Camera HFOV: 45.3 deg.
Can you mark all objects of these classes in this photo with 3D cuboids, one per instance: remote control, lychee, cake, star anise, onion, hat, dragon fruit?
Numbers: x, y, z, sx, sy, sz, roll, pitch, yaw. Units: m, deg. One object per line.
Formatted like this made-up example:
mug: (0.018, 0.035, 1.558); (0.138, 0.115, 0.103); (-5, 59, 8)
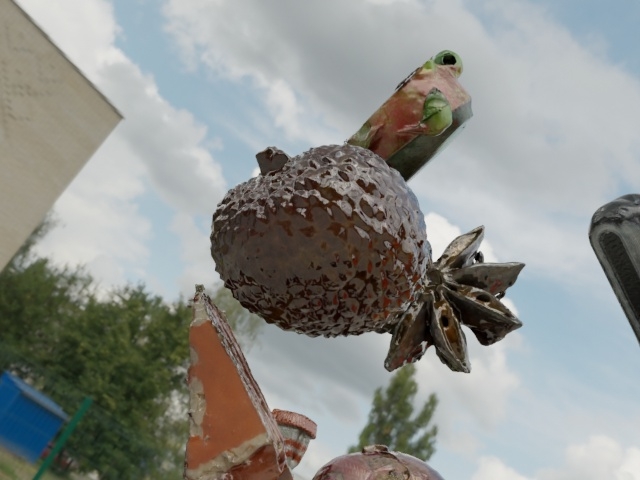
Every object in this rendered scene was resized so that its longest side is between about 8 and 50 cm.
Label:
remote control: (0.368, 0.080, 0.842); (0.090, 0.066, 0.265); (-24, -94, 64)
lychee: (0.000, 0.000, 0.927); (0.261, 0.260, 0.260); (27, -22, 12)
cake: (-0.130, 0.196, 0.969); (0.135, 0.287, 0.098); (-24, -19, 17)
star anise: (0.200, 0.101, 1.335); (0.332, 0.331, 0.117); (17, -28, 33)
onion: (0.118, 0.585, 1.569); (0.354, 0.353, 0.353); (27, -22, 12)
hat: (-0.074, 0.451, 1.645); (0.112, 0.162, 0.093); (20, -27, -6)
dragon fruit: (0.151, -0.193, 1.313); (0.130, 0.295, 0.268); (47, 6, 6)
